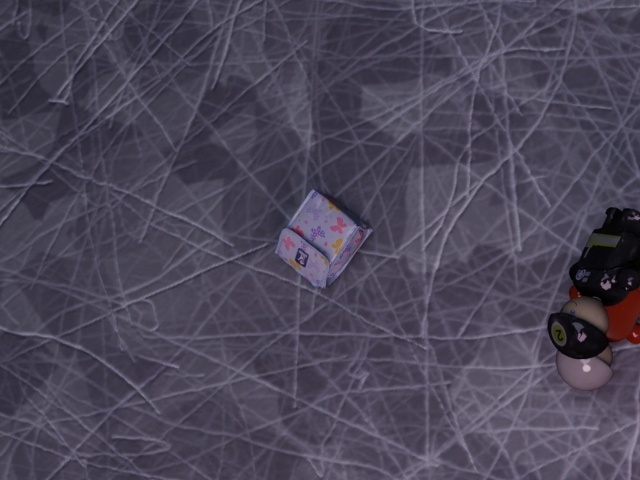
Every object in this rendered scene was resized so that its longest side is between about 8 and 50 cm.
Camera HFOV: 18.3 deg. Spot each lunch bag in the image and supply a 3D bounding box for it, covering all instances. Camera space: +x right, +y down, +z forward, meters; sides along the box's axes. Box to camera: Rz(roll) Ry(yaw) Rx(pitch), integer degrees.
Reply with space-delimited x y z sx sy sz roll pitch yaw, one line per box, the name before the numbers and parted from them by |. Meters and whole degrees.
lunch bag | 0.000 0.000 2.071 0.071 0.053 0.083 40 103 20

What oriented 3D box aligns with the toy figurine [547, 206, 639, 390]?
toy figurine | 0.326 0.087 1.878 0.209 0.213 0.148 24 76 14
